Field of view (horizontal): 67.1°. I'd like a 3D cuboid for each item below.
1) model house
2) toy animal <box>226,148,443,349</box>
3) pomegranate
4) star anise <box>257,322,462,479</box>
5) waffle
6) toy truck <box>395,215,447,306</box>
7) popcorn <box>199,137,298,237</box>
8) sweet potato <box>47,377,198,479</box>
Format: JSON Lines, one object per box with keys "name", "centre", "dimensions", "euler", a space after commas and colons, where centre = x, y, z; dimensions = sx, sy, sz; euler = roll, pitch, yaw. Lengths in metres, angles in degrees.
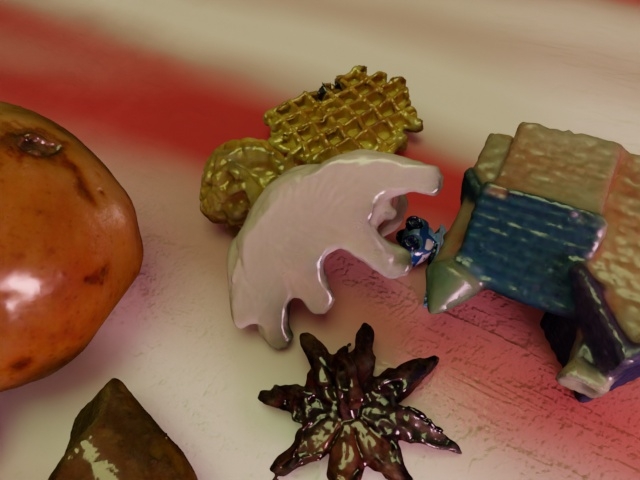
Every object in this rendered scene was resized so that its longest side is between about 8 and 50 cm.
{"name": "model house", "centre": [0.309, 0.044, 0.618], "dimensions": [0.312, 0.245, 0.280], "euler": [21, 68, 21]}
{"name": "toy animal", "centre": [0.000, 0.000, 0.733], "dimensions": [0.266, 0.308, 0.188], "euler": [11, 16, -8]}
{"name": "pomegranate", "centre": [-0.455, 0.019, 0.652], "dimensions": [0.409, 0.410, 0.410], "euler": [-3, 55, 4]}
{"name": "star anise", "centre": [0.047, 0.211, 0.603], "dimensions": [0.271, 0.103, 0.272], "euler": [-2, 58, 3]}
{"name": "waffle", "centre": [0.046, -0.238, 0.942], "dimensions": [0.309, 0.065, 0.283], "euler": [9, 59, 9]}
{"name": "toy truck", "centre": [0.151, 0.030, 0.747], "dimensions": [0.074, 0.063, 0.136], "euler": [20, 61, -4]}
{"name": "popcorn", "centre": [-0.118, -0.087, 0.812], "dimensions": [0.179, 0.180, 0.170], "euler": [1, 27, 7]}
{"name": "sweet potato", "centre": [-0.189, 0.323, 0.527], "dimensions": [0.157, 0.158, 0.370], "euler": [-36, 69, -17]}
